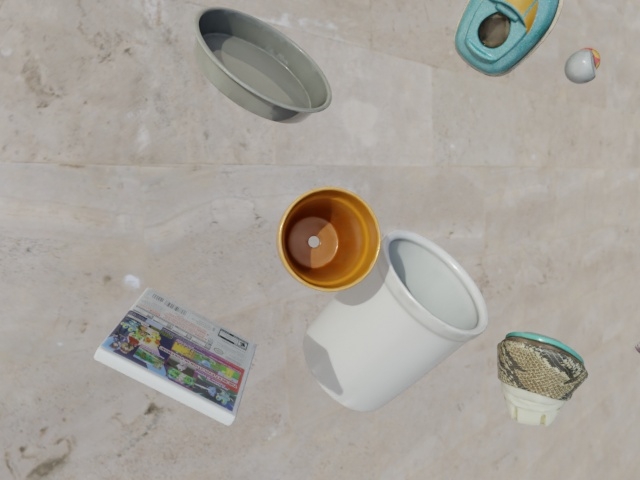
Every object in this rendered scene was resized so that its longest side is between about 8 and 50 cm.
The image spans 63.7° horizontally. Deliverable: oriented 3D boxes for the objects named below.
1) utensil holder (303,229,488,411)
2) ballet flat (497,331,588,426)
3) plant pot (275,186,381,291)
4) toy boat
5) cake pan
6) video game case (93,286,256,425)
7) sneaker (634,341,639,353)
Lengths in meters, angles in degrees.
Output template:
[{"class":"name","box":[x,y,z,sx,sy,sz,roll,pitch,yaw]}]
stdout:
[{"class":"utensil holder","box":[0.178,0.215,1.344,0.328,0.385,0.327,28,33,-20]},{"class":"ballet flat","box":[0.441,0.284,1.053,0.483,0.164,0.182,23,82,-66]},{"class":"plant pot","box":[0.000,0.000,1.082,0.205,0.188,0.205,0,88,-13]},{"class":"toy boat","box":[0.451,-0.445,1.091,0.318,0.267,0.148,37,41,10]},{"class":"cake pan","box":[-0.113,-0.330,0.984,0.293,0.054,0.293,24,39,-22]},{"class":"video game case","box":[-0.198,0.162,0.754,0.201,0.183,0.023,31,109,-9]},{"class":"sneaker","box":[0.890,0.261,1.313,0.104,0.095,0.236,-41,151,-5]}]
